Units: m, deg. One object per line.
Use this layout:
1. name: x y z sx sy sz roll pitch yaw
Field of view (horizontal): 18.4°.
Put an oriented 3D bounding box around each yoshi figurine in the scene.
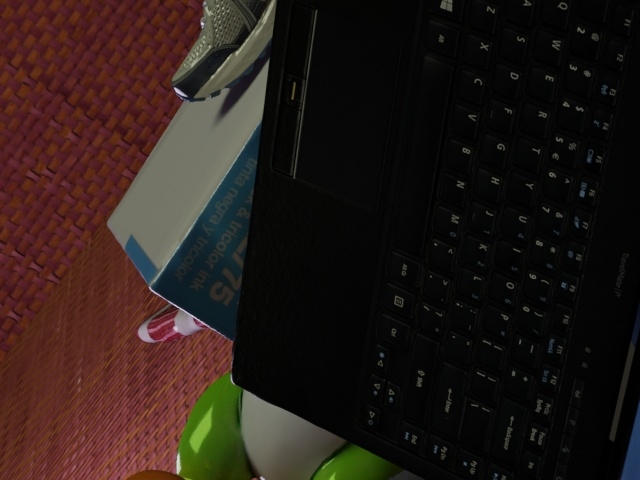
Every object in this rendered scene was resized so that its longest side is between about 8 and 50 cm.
1. yoshi figurine: 0.022 0.044 1.202 0.203 0.203 0.362 -12 43 59

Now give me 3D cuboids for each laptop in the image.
1. laptop: 0.049 0.019 0.654 0.136 0.264 0.234 -26 -47 -50

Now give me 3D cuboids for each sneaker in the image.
1. sneaker: -0.036 -0.127 0.904 0.135 0.058 0.052 -56 15 8

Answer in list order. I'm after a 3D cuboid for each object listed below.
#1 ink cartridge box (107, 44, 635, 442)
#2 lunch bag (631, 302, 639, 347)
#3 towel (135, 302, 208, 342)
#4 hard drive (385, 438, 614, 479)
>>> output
1. ink cartridge box: 0.067 -0.005 0.974 0.197 0.270 0.198 -57 14 1
2. lunch bag: 0.256 -0.035 0.744 0.293 0.138 0.221 -45 15 13
3. towel: 0.000 0.000 1.482 0.237 0.037 0.329 -35 5 -22
4. hard drive: 0.059 0.189 0.868 0.255 0.054 0.172 -38 56 49
